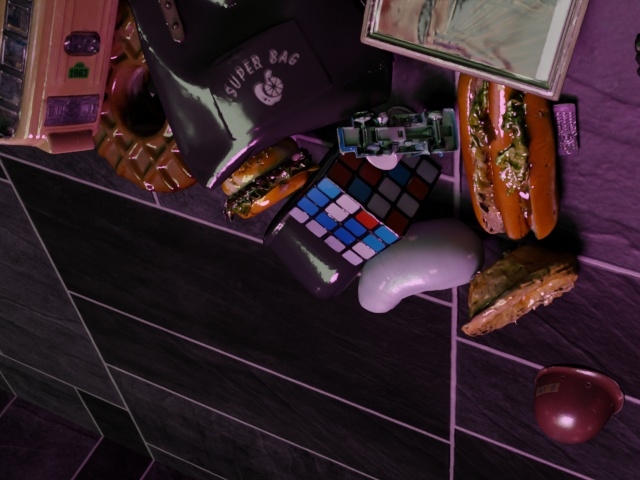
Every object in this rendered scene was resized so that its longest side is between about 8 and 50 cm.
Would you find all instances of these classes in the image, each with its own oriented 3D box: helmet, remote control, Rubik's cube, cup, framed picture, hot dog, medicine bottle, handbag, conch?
[{"bbox_3d":[0.462,0.313,1.629,0.155,0.106,0.175,45,141,-19],"label":"helmet"},{"bbox_3d":[0.335,-0.154,1.215,0.034,0.016,0.091,-2,136,19],"label":"remote control"},{"bbox_3d":[0.068,-0.079,1.410,0.154,0.155,0.151,40,148,-9],"label":"Rubik's cube"},{"bbox_3d":[0.000,0.000,1.581,0.176,0.169,0.223,38,177,0],"label":"cup"},{"bbox_3d":[0.186,-0.303,1.080,0.273,0.016,0.217,20,123,18],"label":"framed picture"},{"bbox_3d":[0.257,-0.124,1.241,0.135,0.100,0.337,13,142,29],"label":"hot dog"},{"bbox_3d":[0.108,-0.155,1.337,0.057,0.089,0.057,21,144,17],"label":"medicine bottle"},{"bbox_3d":[-0.086,-0.263,1.225,0.342,0.152,0.288,-27,114,5],"label":"handbag"},{"bbox_3d":[0.156,0.035,1.458,0.185,0.221,0.121,18,-128,-80],"label":"conch"}]

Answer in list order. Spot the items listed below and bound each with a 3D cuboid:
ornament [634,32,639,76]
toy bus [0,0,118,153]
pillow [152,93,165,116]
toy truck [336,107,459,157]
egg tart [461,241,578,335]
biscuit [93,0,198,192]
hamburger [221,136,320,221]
[{"bbox_3d":[0.370,-0.241,0.916,0.088,0.203,0.081,32,139,5],"label":"ornament"},{"bbox_3d":[-0.418,-0.314,1.344,0.201,0.177,0.366,26,114,28],"label":"toy bus"},{"bbox_3d":[-0.166,-0.169,1.534,0.249,0.106,0.186,5,132,32],"label":"pillow"},{"bbox_3d":[0.102,-0.145,1.255,0.081,0.175,0.067,171,92,-69],"label":"toy truck"},{"bbox_3d":[0.303,0.072,1.393,0.090,0.212,0.213,58,153,21],"label":"egg tart"},{"bbox_3d":[-0.263,-0.236,1.435,0.332,0.103,0.332,15,117,32],"label":"biscuit"},{"bbox_3d":[-0.089,-0.103,1.401,0.093,0.164,0.189,57,160,-5],"label":"hamburger"}]
